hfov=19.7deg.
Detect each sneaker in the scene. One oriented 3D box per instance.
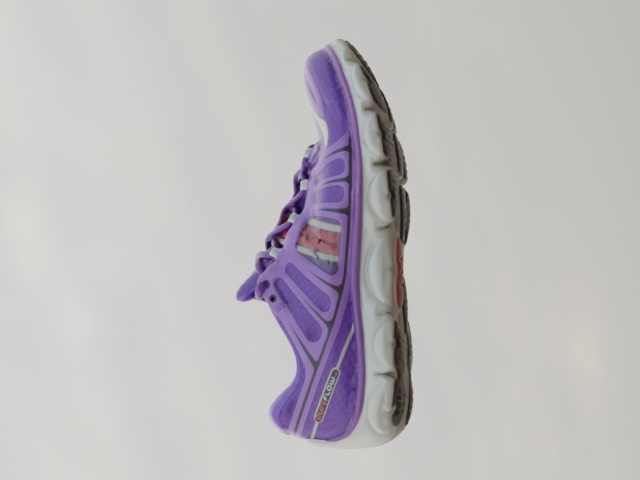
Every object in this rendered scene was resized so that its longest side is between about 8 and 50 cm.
[{"bbox_3d":[0.000,0.000,0.757,0.068,0.071,0.170,47,-138,-77],"label":"sneaker"}]
